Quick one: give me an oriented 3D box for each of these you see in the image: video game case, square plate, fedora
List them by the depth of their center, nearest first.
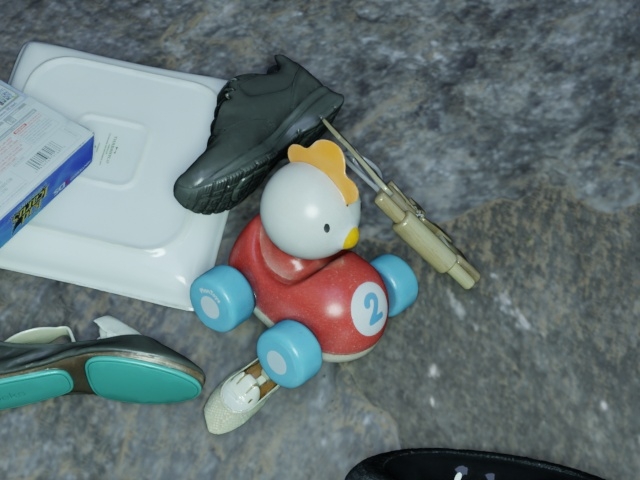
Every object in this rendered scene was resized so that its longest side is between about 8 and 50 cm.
[{"bbox_3d":[0.174,0.315,1.151,0.334,0.334,0.152,5,90,-1],"label":"fedora"},{"bbox_3d":[-0.450,-0.092,1.354,0.244,0.061,0.269,31,52,11],"label":"video game case"},{"bbox_3d":[-0.275,-0.102,1.459,0.344,0.049,0.347,13,61,3],"label":"square plate"}]

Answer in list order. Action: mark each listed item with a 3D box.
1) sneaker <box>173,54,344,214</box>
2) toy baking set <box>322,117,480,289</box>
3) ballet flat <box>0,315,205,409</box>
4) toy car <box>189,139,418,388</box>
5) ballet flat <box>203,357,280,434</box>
[{"bbox_3d":[-0.097,-0.136,1.434,0.130,0.109,0.286,45,50,4],"label":"sneaker"},{"bbox_3d":[0.093,-0.038,1.364,0.030,0.256,0.197,-45,25,8],"label":"toy baking set"},{"bbox_3d":[-0.273,0.135,1.308,0.280,0.095,0.096,-1,49,-4],"label":"ballet flat"},{"bbox_3d":[0.000,0.000,1.274,0.210,0.238,0.219,37,46,23],"label":"toy car"},{"bbox_3d":[-0.072,0.158,1.326,0.168,0.052,0.057,-40,71,-21],"label":"ballet flat"}]
